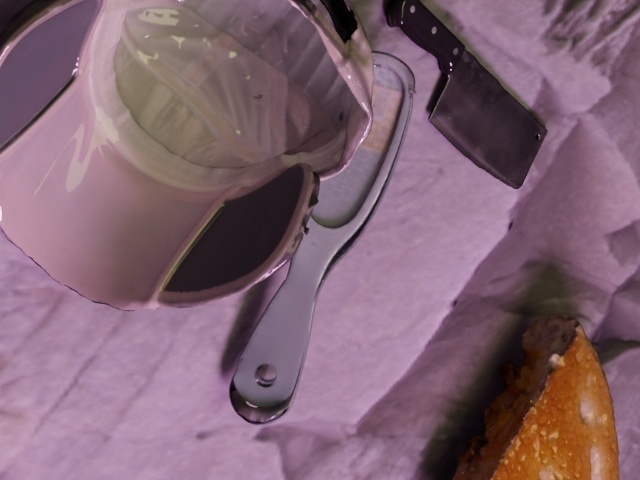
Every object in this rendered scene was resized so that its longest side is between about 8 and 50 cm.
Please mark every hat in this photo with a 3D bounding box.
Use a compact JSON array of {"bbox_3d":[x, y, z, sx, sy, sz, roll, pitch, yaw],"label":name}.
[{"bbox_3d":[-0.094,-0.083,1.306,0.232,0.161,0.275,40,90,-3],"label":"hat"}]

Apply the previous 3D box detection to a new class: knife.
[{"bbox_3d":[0.116,-0.116,1.612,0.245,0.019,0.072,38,73,-46],"label":"knife"}]

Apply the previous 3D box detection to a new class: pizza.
[{"bbox_3d":[0.169,0.217,1.696,0.229,0.081,0.289,-17,108,-45],"label":"pizza"}]

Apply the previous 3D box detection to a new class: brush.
[{"bbox_3d":[0.000,0.000,1.496,0.060,0.068,0.297,77,34,-82],"label":"brush"}]

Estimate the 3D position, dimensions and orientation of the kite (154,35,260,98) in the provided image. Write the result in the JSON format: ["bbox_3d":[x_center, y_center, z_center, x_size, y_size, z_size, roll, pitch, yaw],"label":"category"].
[{"bbox_3d":[-0.073,-0.076,1.430,0.127,0.016,0.229,-7,101,-42],"label":"kite"}]
